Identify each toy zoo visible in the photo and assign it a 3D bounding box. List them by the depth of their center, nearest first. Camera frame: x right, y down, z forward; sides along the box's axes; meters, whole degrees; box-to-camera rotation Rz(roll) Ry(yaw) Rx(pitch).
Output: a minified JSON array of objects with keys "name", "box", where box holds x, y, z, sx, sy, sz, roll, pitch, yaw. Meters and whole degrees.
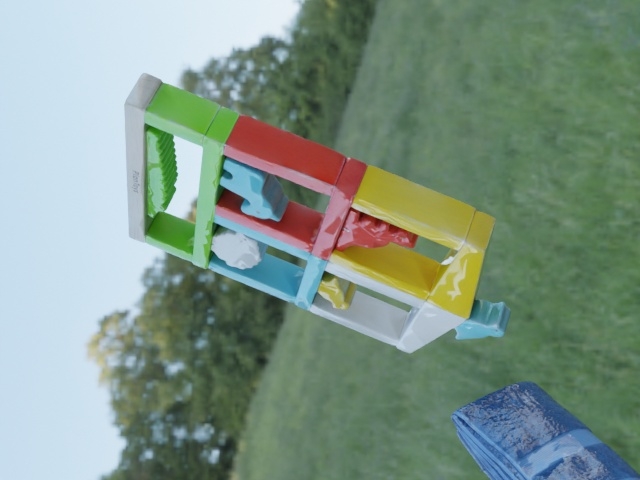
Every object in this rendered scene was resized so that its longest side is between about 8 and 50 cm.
[{"name":"toy zoo","box":[0.000,0.000,0.677,0.192,0.293,0.030,109,-176,-62]}]

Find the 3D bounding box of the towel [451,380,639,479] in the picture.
[{"name":"towel","box":[0.132,0.127,0.545,0.119,0.067,0.029,45,153,55]}]
